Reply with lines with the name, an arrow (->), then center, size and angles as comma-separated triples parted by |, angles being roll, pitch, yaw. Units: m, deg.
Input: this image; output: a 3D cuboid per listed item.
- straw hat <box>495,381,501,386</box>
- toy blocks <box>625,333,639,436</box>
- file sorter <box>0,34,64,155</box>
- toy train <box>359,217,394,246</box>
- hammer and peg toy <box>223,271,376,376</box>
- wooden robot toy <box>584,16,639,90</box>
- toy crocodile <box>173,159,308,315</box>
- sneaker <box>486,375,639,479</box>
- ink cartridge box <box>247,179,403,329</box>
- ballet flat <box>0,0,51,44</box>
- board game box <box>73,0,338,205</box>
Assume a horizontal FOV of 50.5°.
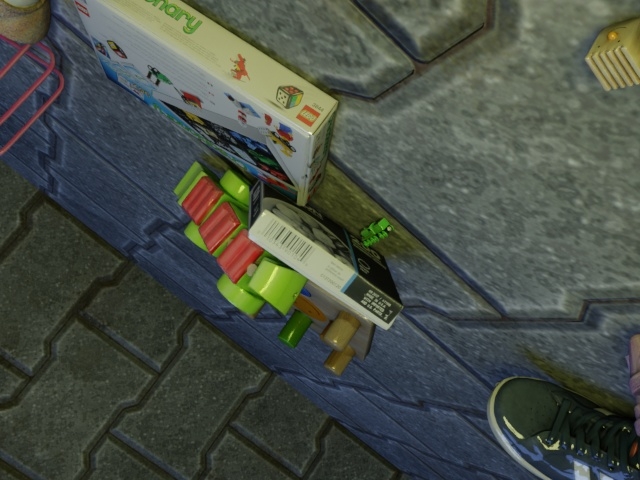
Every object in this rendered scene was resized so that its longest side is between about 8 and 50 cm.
straw hat -> 0.323, 0.286, 1.054 | 0.144, 0.061, 0.144 | 32, 161, 13
toy blocks -> 0.308, 0.193, 0.569 | 0.288, 0.309, 0.260 | 53, -161, -59
file sorter -> -0.508, -0.275, 0.941 | 0.182, 0.202, 0.290 | 32, 161, 7
toy train -> 0.068, -0.011, 0.854 | 0.023, 0.017, 0.083 | 48, 161, -3
hammer and peg toy -> -0.070, 0.065, 1.106 | 0.361, 0.127, 0.266 | 32, 161, 12
wooden robot toy -> 0.205, -0.085, 0.328 | 0.173, 0.079, 0.076 | 16, 153, 45
toy crocodile -> -0.120, -0.012, 0.913 | 0.105, 0.115, 0.340 | 33, -168, -46
sneaker -> 0.378, 0.261, 0.819 | 0.350, 0.131, 0.148 | 27, 154, 8
ink cartridge box -> 0.000, 0.000, 0.858 | 0.206, 0.045, 0.208 | 34, -167, -17
ballet flat -> -0.354, -0.328, 0.706 | 0.106, 0.107, 0.316 | 12, 154, 23
board game box -> -0.126, -0.169, 0.750 | 0.305, 0.053, 0.193 | 34, 163, 6
